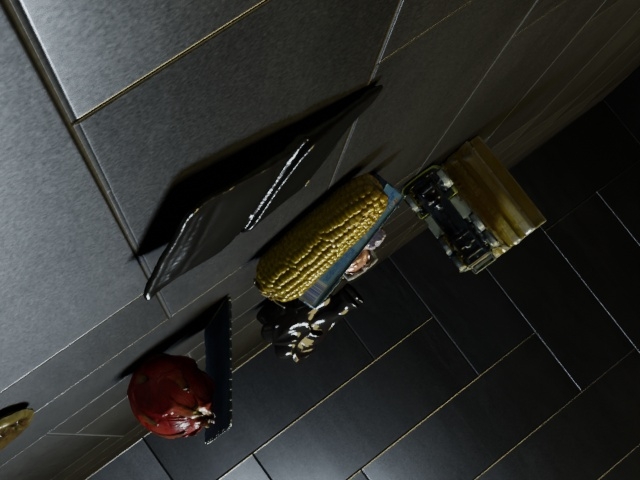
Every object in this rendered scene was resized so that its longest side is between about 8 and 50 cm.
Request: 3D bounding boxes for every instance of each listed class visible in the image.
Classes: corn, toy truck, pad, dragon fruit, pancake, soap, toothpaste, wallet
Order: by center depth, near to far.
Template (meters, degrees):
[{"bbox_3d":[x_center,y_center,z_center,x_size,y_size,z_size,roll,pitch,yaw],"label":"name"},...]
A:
[{"bbox_3d":[-0.074,-0.057,1.080,0.323,0.041,0.247,-36,175,-35],"label":"wallet"},{"bbox_3d":[-0.533,0.323,1.371,0.212,0.029,0.235,-39,175,6],"label":"pancake"},{"bbox_3d":[0.000,0.000,1.574,0.305,0.106,0.106,-42,172,28],"label":"corn"},{"bbox_3d":[0.047,0.002,1.676,0.272,0.053,0.066,-52,-153,5],"label":"toothpaste"},{"bbox_3d":[-0.307,0.316,1.837,0.209,0.172,0.172,15,-145,43],"label":"dragon fruit"},{"bbox_3d":[-0.215,0.277,1.872,0.012,0.269,0.270,4,160,-17],"label":"pad"},{"bbox_3d":[0.318,-0.050,2.175,0.124,0.272,0.157,-38,-179,6],"label":"toy truck"},{"bbox_3d":[0.414,-0.105,2.234,0.089,0.274,0.173,-29,170,-45],"label":"soap"}]

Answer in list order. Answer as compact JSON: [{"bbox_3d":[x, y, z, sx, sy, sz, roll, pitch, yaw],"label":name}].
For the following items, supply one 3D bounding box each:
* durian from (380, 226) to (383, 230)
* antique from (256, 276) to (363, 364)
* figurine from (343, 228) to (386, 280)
[{"bbox_3d":[0.066,-0.003,2.043,0.140,0.078,0.224,-48,-174,-12],"label":"durian"},{"bbox_3d":[-0.027,0.192,2.398,0.255,0.185,0.322,-39,177,5],"label":"antique"},{"bbox_3d":[0.040,0.010,1.805,0.174,0.116,0.240,-40,167,6],"label":"figurine"}]
